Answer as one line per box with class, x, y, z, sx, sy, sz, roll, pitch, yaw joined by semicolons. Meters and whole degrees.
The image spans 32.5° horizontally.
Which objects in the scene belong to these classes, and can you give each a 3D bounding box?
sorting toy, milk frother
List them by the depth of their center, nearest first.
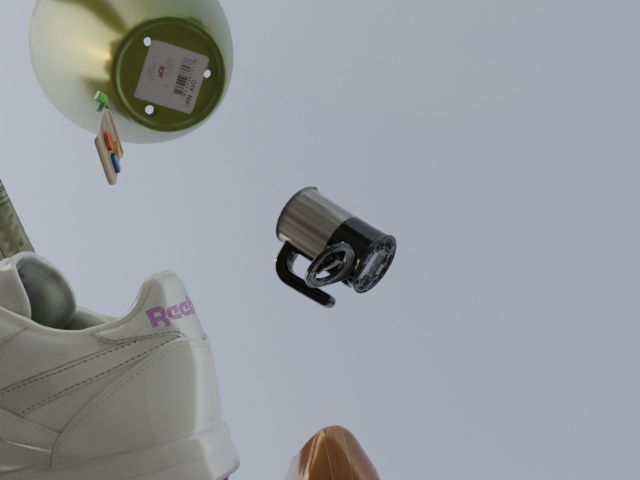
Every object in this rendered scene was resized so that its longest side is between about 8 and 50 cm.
sorting toy;-0.211;-0.105;1.093;0.012;0.062;0.083;-8;-56;6
milk frother;0.000;0.000;1.355;0.135;0.143;0.129;32;-108;27

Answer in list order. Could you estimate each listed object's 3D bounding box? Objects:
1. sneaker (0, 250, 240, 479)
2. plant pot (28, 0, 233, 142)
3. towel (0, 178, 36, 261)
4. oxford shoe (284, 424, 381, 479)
sneaker;-0.197;0.088;0.614;0.305;0.114;0.152;-9;-89;10
plant pot;-0.219;-0.235;1.401;0.275;0.293;0.274;-6;-72;-18
towel;-0.540;0.014;1.425;0.056;0.312;0.324;9;-54;46
oxford shoe;0.004;0.175;0.713;0.076;0.076;0.212;-5;-27;-14
